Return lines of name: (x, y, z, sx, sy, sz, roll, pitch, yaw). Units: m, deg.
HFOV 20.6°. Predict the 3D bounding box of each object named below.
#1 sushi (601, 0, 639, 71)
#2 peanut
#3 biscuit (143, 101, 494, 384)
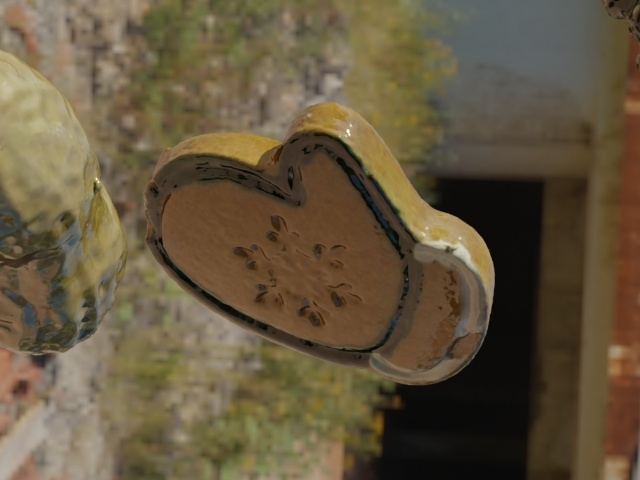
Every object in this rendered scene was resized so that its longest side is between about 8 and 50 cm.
sushi: (0.320, -0.097, 1.088, 0.294, 0.178, 0.352, -3, 65, -57)
peanut: (-0.211, -0.028, 1.161, 0.313, 0.149, 0.149, 82, 11, -66)
biscuit: (-0.001, 0.001, 1.606, 0.287, 0.344, 0.057, 107, 8, -45)
